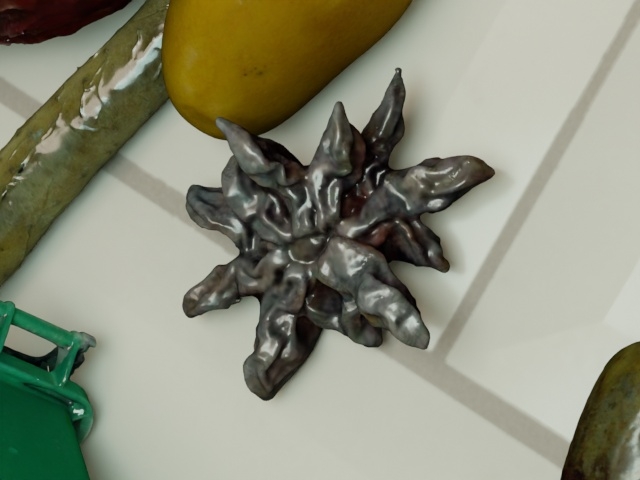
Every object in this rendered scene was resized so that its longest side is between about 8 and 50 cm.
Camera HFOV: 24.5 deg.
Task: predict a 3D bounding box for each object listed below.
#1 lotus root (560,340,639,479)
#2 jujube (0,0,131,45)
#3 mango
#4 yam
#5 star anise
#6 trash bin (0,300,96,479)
[{"bbox_3d":[0.224,0.177,0.992,0.123,0.124,0.241,12,89,35],"label":"lotus root"},{"bbox_3d":[-0.288,-0.282,1.219,0.377,0.258,0.258,-8,81,16],"label":"jujube"},{"bbox_3d":[-0.027,-0.187,1.113,0.254,0.175,0.139,-48,53,8],"label":"mango"},{"bbox_3d":[-0.204,-0.091,1.240,0.371,0.083,0.083,-47,69,12],"label":"yam"},{"bbox_3d":[-0.003,-0.003,1.123,0.283,0.129,0.212,-22,88,31],"label":"star anise"},{"bbox_3d":[-0.270,0.239,1.079,0.295,0.259,0.381,-49,43,11],"label":"trash bin"}]
